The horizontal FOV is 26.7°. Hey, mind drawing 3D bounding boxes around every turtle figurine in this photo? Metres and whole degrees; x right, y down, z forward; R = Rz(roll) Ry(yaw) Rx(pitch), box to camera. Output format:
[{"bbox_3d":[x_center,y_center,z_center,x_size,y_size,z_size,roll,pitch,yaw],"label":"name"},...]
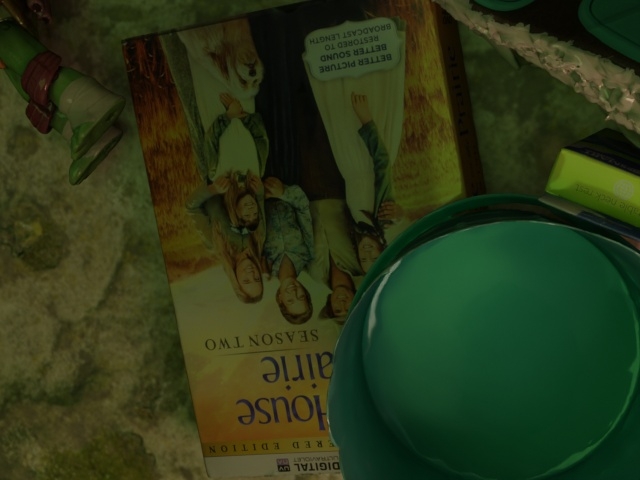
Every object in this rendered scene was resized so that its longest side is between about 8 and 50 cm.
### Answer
[{"bbox_3d":[-0.326,-0.147,1.229,0.266,0.274,0.198,40,129,2],"label":"turtle figurine"}]

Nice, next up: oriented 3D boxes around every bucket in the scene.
[{"bbox_3d":[0.142,0.101,1.035,0.281,0.183,0.281,0,98,3],"label":"bucket"}]

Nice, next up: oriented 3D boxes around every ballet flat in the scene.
[{"bbox_3d":[0.196,-0.157,1.020,0.409,0.147,0.147,44,116,34],"label":"ballet flat"}]

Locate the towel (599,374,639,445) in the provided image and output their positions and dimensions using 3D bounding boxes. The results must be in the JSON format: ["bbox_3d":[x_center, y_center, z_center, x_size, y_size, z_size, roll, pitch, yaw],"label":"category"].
[{"bbox_3d":[0.289,0.251,1.095,0.336,0.040,0.243,-54,50,23],"label":"towel"}]

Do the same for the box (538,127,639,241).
[{"bbox_3d":[0.239,-0.042,1.019,0.109,0.178,0.042,23,108,18],"label":"box"}]

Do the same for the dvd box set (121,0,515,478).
[{"bbox_3d":[0.000,0.000,1.200,0.308,0.062,0.420,-6,98,25],"label":"dvd box set"}]
